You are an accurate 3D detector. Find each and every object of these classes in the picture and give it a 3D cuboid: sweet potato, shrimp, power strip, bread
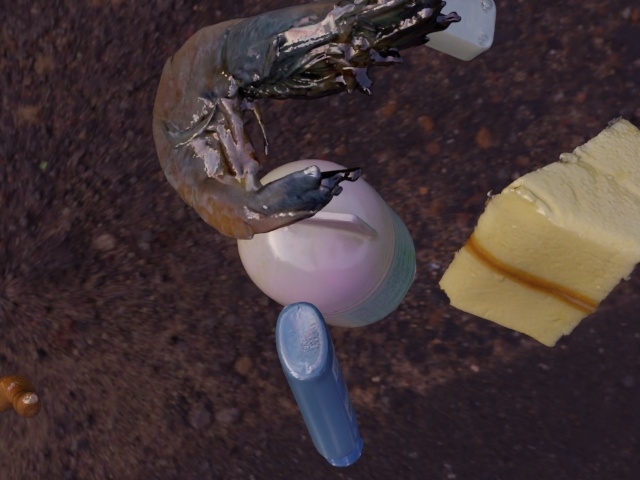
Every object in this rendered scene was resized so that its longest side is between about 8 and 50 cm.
[{"bbox_3d":[-0.303,0.149,1.021,0.044,0.179,0.044,2,87,-40],"label":"sweet potato"},{"bbox_3d":[-0.026,-0.093,0.779,0.075,0.289,0.178,13,73,-57],"label":"shrimp"},{"bbox_3d":[0.071,-0.357,1.474,0.385,0.062,0.091,17,67,-21],"label":"power strip"},{"bbox_3d":[0.295,-0.034,1.396,0.198,0.263,0.236,26,52,-3],"label":"bread"}]

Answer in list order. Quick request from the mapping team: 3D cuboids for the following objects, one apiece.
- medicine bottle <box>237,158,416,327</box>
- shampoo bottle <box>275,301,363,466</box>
[{"bbox_3d":[0.000,0.000,1.658,0.235,0.406,0.236,-3,78,16],"label":"medicine bottle"},{"bbox_3d":[0.004,0.185,1.229,0.061,0.258,0.104,-14,49,3],"label":"shampoo bottle"}]
